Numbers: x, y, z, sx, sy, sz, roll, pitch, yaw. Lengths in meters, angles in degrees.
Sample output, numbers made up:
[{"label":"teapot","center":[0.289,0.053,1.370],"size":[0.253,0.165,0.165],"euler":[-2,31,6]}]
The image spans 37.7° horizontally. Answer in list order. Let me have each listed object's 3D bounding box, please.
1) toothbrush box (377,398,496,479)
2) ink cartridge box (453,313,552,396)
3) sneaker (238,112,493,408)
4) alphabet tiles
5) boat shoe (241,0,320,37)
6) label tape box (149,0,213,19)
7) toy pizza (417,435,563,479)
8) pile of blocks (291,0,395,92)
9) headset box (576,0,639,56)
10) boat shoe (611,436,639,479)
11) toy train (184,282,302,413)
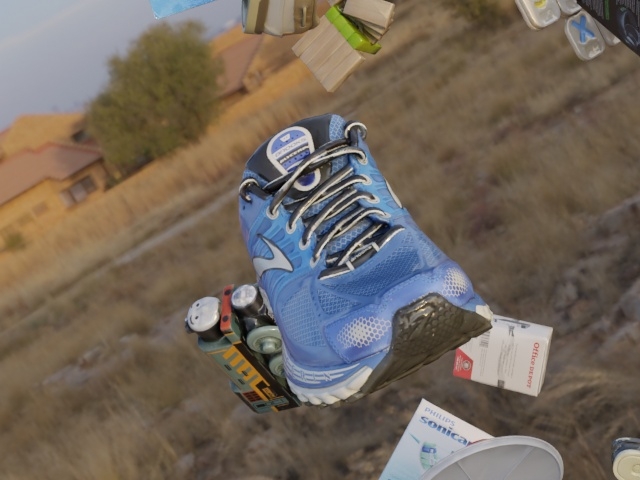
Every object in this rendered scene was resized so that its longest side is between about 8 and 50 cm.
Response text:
[{"label":"toothbrush box","center":[0.116,0.410,1.332],"size":[0.295,0.126,0.216],"euler":[-52,-16,-40]},{"label":"ink cartridge box","center":[0.282,0.172,1.450],"size":[0.135,0.099,0.056],"euler":[12,18,20]},{"label":"sneaker","center":[0.000,0.000,0.629],"size":[0.130,0.147,0.330],"euler":[-27,18,-10]},{"label":"alphabet tiles","center":[0.374,-0.410,1.360],"size":[0.284,0.277,0.021],"euler":[-30,3,-28]},{"label":"boat shoe","center":[-0.027,-0.374,1.169],"size":[0.103,0.113,0.302],"euler":[3,-27,-13]},{"label":"label tape box","center":[-0.196,-0.545,1.415],"size":[0.249,0.347,0.115],"euler":[-19,1,-3]},{"label":"toy pizza","center":[0.191,0.295,1.116],"size":[0.201,0.201,0.032],"euler":[-28,40,5]},{"label":"pile of blocks","center":[0.087,-0.424,1.580],"size":[0.113,0.149,0.362],"euler":[-8,-56,-62]},{"label":"headset box","center":[0.502,-0.321,1.160],"size":[0.246,0.283,0.131],"euler":[-35,-30,-1]},{"label":"boat shoe","center":[0.612,0.395,1.601],"size":[0.233,0.084,0.079],"euler":[18,14,4]},{"label":"toy train","center":[-0.105,0.198,1.700],"size":[0.190,0.334,0.142],"euler":[-17,49,17]}]
